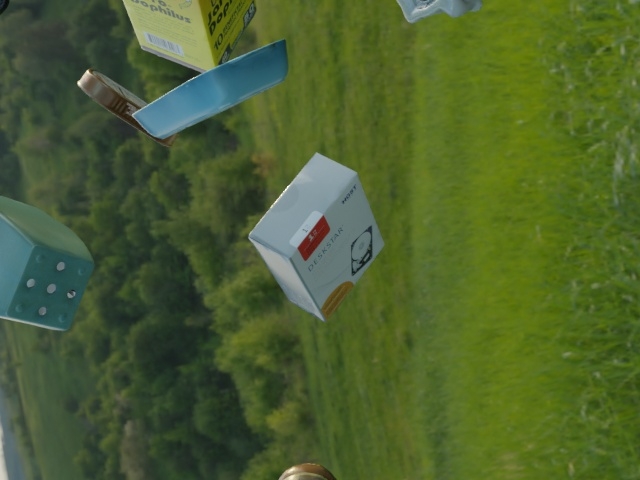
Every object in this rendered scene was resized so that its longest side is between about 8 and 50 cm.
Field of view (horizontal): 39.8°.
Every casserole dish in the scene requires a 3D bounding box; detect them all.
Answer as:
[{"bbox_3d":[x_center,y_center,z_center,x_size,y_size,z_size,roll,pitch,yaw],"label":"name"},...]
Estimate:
[{"bbox_3d":[-0.100,-0.136,0.824,0.188,0.114,0.037,-13,106,54],"label":"casserole dish"}]

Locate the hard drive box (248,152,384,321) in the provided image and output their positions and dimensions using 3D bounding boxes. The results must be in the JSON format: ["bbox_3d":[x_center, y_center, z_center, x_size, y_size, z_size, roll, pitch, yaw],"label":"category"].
[{"bbox_3d":[0.000,0.000,1.456,0.089,0.181,0.232,29,163,29],"label":"hard drive box"}]

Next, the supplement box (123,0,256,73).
[{"bbox_3d":[-0.264,-0.514,1.748,0.356,0.195,0.194,85,-151,-70],"label":"supplement box"}]

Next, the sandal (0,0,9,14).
[{"bbox_3d":[-0.541,-0.324,1.354,0.067,0.179,0.040,56,-171,5],"label":"sandal"}]

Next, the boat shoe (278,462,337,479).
[{"bbox_3d":[0.002,0.379,1.112,0.104,0.111,0.307,-77,-19,-57],"label":"boat shoe"}]

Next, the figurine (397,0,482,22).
[{"bbox_3d":[0.169,-0.367,1.056,0.092,0.210,0.214,-36,77,57],"label":"figurine"}]

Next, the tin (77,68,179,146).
[{"bbox_3d":[-0.319,-0.223,1.489,0.040,0.190,0.106,-54,34,4],"label":"tin"}]

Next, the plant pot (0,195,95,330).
[{"bbox_3d":[-0.443,0.036,1.274,0.234,0.166,0.165,21,88,41],"label":"plant pot"}]
